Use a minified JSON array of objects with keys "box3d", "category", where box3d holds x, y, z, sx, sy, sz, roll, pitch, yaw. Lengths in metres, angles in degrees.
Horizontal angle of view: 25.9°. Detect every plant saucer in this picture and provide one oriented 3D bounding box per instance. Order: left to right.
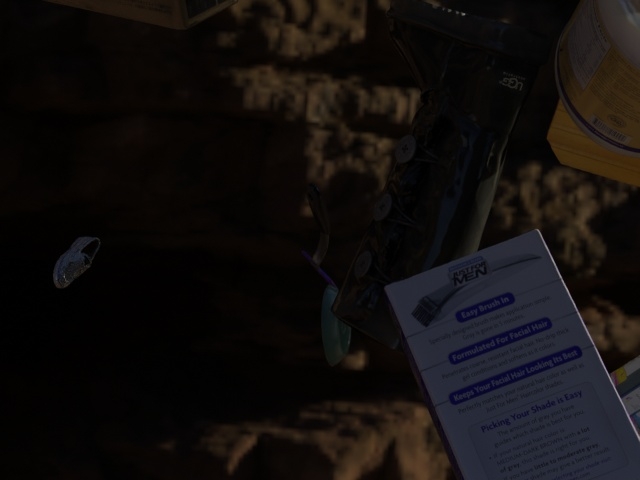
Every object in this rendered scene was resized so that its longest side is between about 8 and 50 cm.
[{"box3d":[0.025,0.123,2.017,0.021,0.119,0.119,-3,0,13],"category":"plant saucer"}]

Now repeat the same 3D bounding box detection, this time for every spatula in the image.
[{"box3d":[0.000,0.000,2.086,0.030,0.084,0.296,-34,-29,-18],"category":"spatula"}]

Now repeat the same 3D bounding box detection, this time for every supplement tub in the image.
[{"box3d":[0.433,-0.262,1.689,0.241,0.241,0.331,4,-18,-3],"category":"supplement tub"}]

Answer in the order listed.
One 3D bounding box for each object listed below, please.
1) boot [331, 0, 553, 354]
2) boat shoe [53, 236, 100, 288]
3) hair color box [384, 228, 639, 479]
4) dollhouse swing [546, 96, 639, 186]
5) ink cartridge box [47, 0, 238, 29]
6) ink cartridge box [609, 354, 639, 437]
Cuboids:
[{"box3d":[0.129,-0.092,1.889,0.146,0.445,0.367,13,10,-19],"category":"boot"},{"box3d":[-0.337,0.029,1.935,0.035,0.035,0.100,-6,33,28],"category":"boat shoe"},{"box3d":[0.214,0.177,1.484,0.185,0.339,0.110,-20,-25,-2],"category":"hair color box"},{"box3d":[0.553,-0.147,2.220,0.304,0.347,0.315,8,41,-7],"category":"dollhouse swing"},{"box3d":[-0.201,-0.322,1.350,0.234,0.193,0.088,18,38,37],"category":"ink cartridge box"},{"box3d":[0.428,0.241,1.950,0.212,0.093,0.154,-31,-21,3],"category":"ink cartridge box"}]
